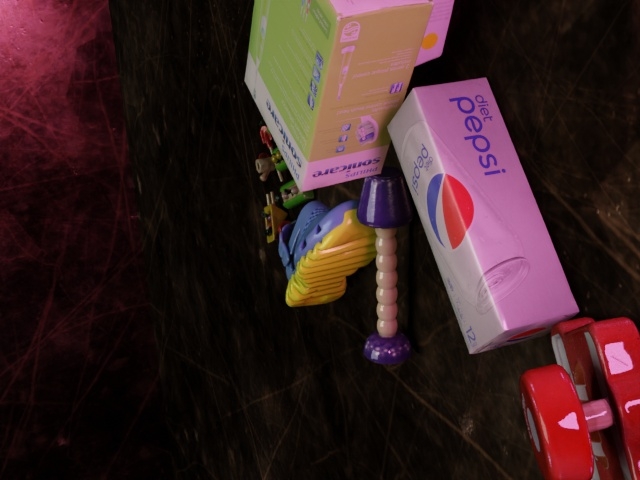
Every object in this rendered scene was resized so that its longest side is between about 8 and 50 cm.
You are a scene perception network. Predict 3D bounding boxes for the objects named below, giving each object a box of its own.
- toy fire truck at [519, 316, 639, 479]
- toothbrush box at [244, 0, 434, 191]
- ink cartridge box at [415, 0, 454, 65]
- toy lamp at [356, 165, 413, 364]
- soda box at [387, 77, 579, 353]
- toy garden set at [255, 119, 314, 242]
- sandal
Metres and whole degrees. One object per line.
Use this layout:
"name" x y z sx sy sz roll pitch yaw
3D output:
"toy fire truck" 0.280 0.211 0.882 0.254 0.169 0.302 56 -161 -80
"toothbrush box" 0.009 -0.232 1.186 0.283 0.122 0.206 105 145 -50
"ink cartridge box" 0.071 -0.365 1.208 0.307 0.072 0.304 98 151 -46
"toy lamp" 0.088 0.034 1.355 0.080 0.080 0.275 -138 42 -58
"soda box" 0.171 -0.029 1.080 0.091 0.098 0.286 126 130 -63
"toy garden set" -0.078 -0.109 1.749 0.204 0.049 0.244 160 98 -69
"sandal" 0.000 0.000 1.515 0.317 0.126 0.138 132 128 -63
